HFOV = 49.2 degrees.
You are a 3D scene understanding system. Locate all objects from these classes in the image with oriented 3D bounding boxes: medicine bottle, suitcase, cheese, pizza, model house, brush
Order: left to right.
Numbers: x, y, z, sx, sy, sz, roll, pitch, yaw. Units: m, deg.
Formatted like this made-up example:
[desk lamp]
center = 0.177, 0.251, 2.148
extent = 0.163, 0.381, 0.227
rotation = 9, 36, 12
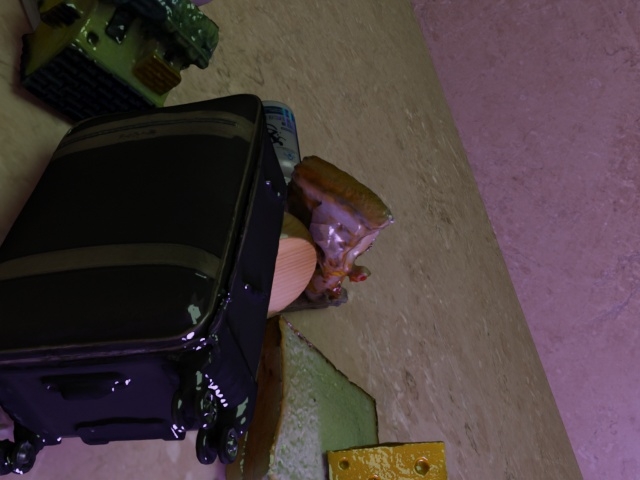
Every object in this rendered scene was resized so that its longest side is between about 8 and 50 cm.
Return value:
[model house]
center = -0.273, -0.236, 0.914
extent = 0.194, 0.170, 0.212
rotation = 35, 77, -55
[suitcase]
center = -0.191, 0.016, 0.747
extent = 0.434, 0.282, 0.194
rotation = -83, 162, -47
[brush]
center = -0.148, 0.019, 0.980
extent = 0.266, 0.174, 0.166
rotation = -18, 50, -34
[medicine bottle]
center = -0.089, -0.148, 1.257
extent = 0.107, 0.107, 0.192
rotation = 30, 43, -50
[pizza]
center = 0.000, 0.000, 1.067
extent = 0.189, 0.297, 0.071
rotation = 43, 58, 12
[cheese]
center = 0.081, 0.343, 1.012
extent = 0.171, 0.126, 0.093
rotation = 9, 71, -39

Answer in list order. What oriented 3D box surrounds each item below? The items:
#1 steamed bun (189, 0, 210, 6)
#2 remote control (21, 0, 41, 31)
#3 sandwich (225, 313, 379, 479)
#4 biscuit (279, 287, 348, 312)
[steamed bun]
center = -0.229, -0.502, 1.004
extent = 0.333, 0.374, 0.334
rotation = 3, 83, -28
[remote control]
center = -0.392, -0.390, 0.968
extent = 0.098, 0.038, 0.234
rotation = -21, 89, -63
[sandwich]
center = -0.017, 0.300, 1.041
extent = 0.301, 0.099, 0.271
rotation = 47, 37, -40
[biscuit]
center = -0.035, 0.071, 1.236
extent = 0.238, 0.061, 0.108
rotation = 3, 69, -60
